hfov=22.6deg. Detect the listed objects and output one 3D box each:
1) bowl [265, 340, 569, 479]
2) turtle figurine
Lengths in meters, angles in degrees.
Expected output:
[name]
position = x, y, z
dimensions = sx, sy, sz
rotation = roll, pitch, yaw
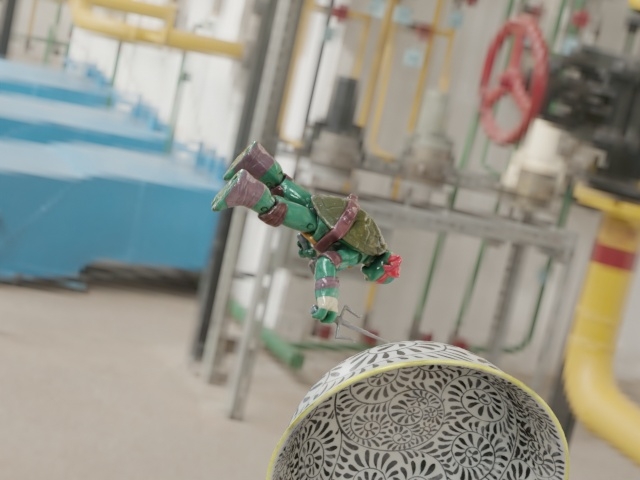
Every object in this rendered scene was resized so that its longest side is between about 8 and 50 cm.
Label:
[bowl]
position = 0.049, 0.113, 0.909
dimensions = 0.170, 0.170, 0.080
rotation = 10, 31, -14
[turtle figurine]
position = 0.000, 0.000, 1.674
dimensions = 0.234, 0.118, 0.175
rotation = 39, 9, -11
